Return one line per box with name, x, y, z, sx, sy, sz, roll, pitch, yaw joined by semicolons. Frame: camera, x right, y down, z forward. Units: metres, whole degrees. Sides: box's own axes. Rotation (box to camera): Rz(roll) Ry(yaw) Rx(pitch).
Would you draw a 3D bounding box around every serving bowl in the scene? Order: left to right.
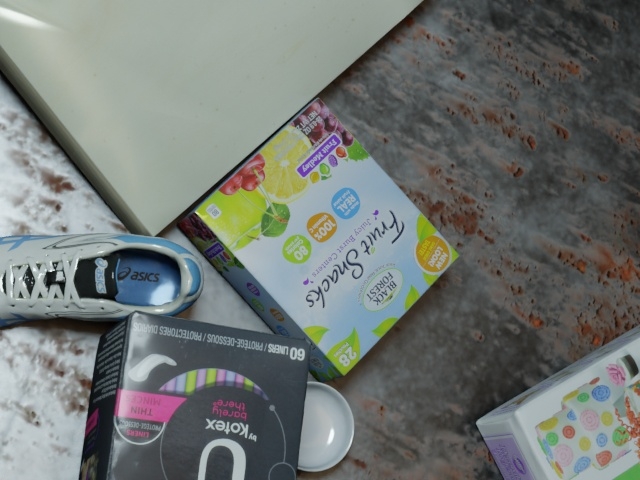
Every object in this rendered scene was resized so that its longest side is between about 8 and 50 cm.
serving bowl;-0.012;0.174;1.276;0.083;0.027;0.083;4;77;-18

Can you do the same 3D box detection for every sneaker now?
sneaker;-0.220;0.032;1.193;0.237;0.086;0.085;-2;81;-10

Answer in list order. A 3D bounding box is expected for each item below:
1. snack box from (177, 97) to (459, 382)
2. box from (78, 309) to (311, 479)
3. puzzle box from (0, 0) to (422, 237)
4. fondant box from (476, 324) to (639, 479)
snack box;0.000;0.000;1.295;0.207;0.070;0.174;48;67;-7
box;-0.117;0.211;1.167;0.165;0.143;0.270;10;76;-17
puzzle box;-0.101;-0.231;1.291;0.409;0.052;0.272;-43;105;-22
fondant box;0.352;0.206;1.365;0.330;0.096;0.238;-26;88;-24
